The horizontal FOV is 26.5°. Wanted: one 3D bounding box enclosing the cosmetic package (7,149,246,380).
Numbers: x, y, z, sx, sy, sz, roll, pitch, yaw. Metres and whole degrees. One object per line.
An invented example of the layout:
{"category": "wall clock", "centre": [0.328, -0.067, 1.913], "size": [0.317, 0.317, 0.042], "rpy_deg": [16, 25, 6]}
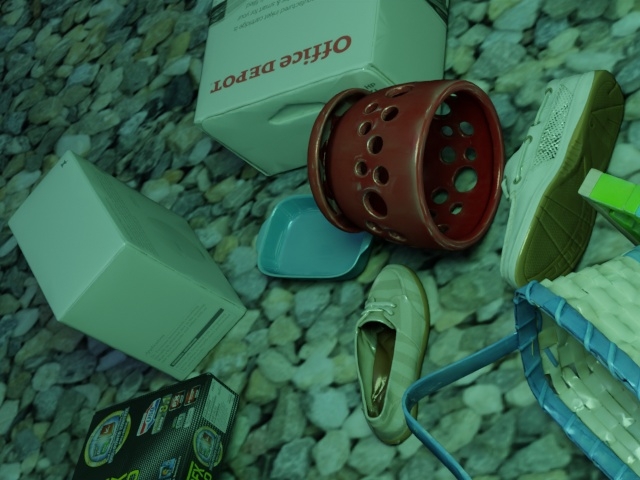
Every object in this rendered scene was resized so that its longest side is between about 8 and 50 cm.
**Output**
{"category": "cosmetic package", "centre": [-0.252, 0.033, 1.754], "size": [0.138, 0.224, 0.224], "rpy_deg": [-47, 44, 8]}

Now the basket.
{"category": "basket", "centre": [0.249, 0.156, 1.241], "size": [0.289, 0.201, 0.255], "rpy_deg": [-25, 42, -13]}

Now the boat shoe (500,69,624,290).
{"category": "boat shoe", "centre": [0.245, -0.061, 1.480], "size": [0.096, 0.098, 0.277], "rpy_deg": [3, 58, 42]}

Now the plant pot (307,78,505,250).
{"category": "plant pot", "centre": [0.091, -0.085, 1.544], "size": [0.174, 0.191, 0.191], "rpy_deg": [2, 67, 36]}

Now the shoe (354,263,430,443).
{"category": "shoe", "centre": [0.078, 0.118, 1.537], "size": [0.076, 0.058, 0.219], "rpy_deg": [-18, 55, 32]}

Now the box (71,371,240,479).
{"category": "box", "centre": [-0.219, 0.305, 1.628], "size": [0.216, 0.060, 0.270], "rpy_deg": [-21, 40, 36]}

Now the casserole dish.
{"category": "casserole dish", "centre": [0.000, 0.000, 1.692], "size": [0.188, 0.037, 0.114], "rpy_deg": [1, 66, 40]}

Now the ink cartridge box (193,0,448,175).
{"category": "ink cartridge box", "centre": [0.011, -0.312, 1.775], "size": [0.285, 0.166, 0.395], "rpy_deg": [-14, 57, 35]}

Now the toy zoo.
{"category": "toy zoo", "centre": [0.392, 0.026, 1.225], "size": [0.293, 0.192, 0.030], "rpy_deg": [26, 84, 46]}
